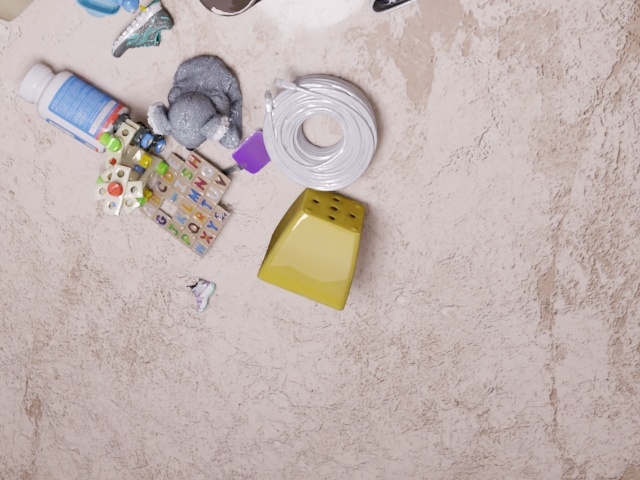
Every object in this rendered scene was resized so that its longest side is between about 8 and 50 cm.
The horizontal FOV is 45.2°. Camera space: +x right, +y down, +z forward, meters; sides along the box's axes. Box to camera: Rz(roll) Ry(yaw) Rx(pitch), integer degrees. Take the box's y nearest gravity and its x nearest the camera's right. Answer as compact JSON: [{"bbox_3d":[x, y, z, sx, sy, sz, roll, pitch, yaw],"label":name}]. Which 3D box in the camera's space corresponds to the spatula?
[{"bbox_3d":[-0.228,-0.155,1.826,0.296,0.030,0.084,-31,128,27],"label":"spatula"}]

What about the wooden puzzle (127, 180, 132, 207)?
[{"bbox_3d":[-0.476,-0.125,1.891,0.078,0.014,0.116,-20,114,18],"label":"wooden puzzle"}]

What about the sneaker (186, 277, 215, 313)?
[{"bbox_3d":[-0.321,0.140,2.008,0.069,0.038,0.098,26,110,-5],"label":"sneaker"}]

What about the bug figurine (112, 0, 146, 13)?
[{"bbox_3d":[-0.466,-0.523,1.485,0.216,0.279,0.072,36,99,11],"label":"bug figurine"}]

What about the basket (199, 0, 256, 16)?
[{"bbox_3d":[-0.159,-0.527,1.496,0.154,0.227,0.204,36,117,-12],"label":"basket"}]

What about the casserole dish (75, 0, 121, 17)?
[{"bbox_3d":[-0.460,-0.568,1.626,0.114,0.037,0.188,17,121,-2],"label":"casserole dish"}]

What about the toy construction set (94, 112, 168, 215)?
[{"bbox_3d":[-0.434,-0.158,1.711,0.151,0.327,0.215,32,92,-10],"label":"toy construction set"}]

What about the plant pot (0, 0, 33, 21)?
[{"bbox_3d":[-0.702,-0.586,1.553,0.256,0.256,0.274,-32,128,23],"label":"plant pot"}]

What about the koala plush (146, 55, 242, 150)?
[{"bbox_3d":[-0.271,-0.276,1.656,0.196,0.221,0.203,13,120,1],"label":"koala plush"}]

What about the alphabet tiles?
[{"bbox_3d":[-0.312,-0.095,1.854,0.198,0.009,0.237,37,123,1],"label":"alphabet tiles"}]

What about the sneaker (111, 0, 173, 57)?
[{"bbox_3d":[-0.387,-0.443,1.673,0.166,0.065,0.076,-35,113,26],"label":"sneaker"}]

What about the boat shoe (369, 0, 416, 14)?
[{"bbox_3d":[0.207,-0.515,1.500,0.258,0.084,0.095,-25,129,36],"label":"boat shoe"}]

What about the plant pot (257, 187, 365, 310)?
[{"bbox_3d":[0.000,0.000,1.777,0.212,0.212,0.187,22,121,-5],"label":"plant pot"}]

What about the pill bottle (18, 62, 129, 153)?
[{"bbox_3d":[-0.558,-0.304,1.739,0.221,0.124,0.124,32,119,-10],"label":"pill bottle"}]

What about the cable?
[{"bbox_3d":[-0.001,-0.240,1.717,0.257,0.089,0.257,8,121,2],"label":"cable"}]
